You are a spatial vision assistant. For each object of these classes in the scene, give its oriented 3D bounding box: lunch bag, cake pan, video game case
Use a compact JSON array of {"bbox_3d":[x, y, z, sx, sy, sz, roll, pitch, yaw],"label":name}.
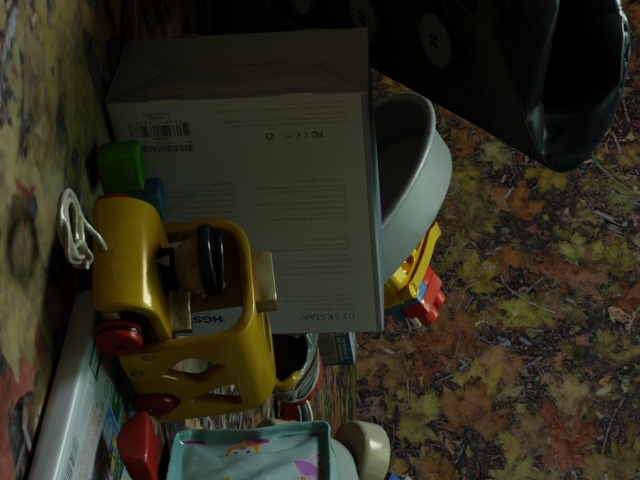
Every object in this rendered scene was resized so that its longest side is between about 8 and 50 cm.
[{"bbox_3d":[-0.050,0.300,0.801,0.262,0.160,0.223,-93,179,-63],"label":"lunch bag"},{"bbox_3d":[0.018,-0.022,1.068,0.054,0.293,0.293,41,28,-22],"label":"cake pan"},{"bbox_3d":[-0.138,0.135,0.646,0.143,0.019,0.157,83,7,-46],"label":"video game case"}]

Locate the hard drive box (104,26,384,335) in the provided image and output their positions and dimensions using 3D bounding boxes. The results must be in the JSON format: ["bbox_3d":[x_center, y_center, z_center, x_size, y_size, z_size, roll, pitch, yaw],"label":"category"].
[{"bbox_3d":[-0.046,-0.037,0.812,0.089,0.181,0.232,-86,173,-49],"label":"hard drive box"}]

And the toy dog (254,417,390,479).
[{"bbox_3d":[-0.011,0.353,1.194,0.161,0.220,0.333,-54,-165,42],"label":"toy dog"}]

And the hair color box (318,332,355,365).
[{"bbox_3d":[0.000,0.000,1.635,0.174,0.105,0.347,79,10,-56],"label":"hair color box"}]

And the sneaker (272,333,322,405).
[{"bbox_3d":[-0.035,0.094,1.363,0.093,0.088,0.225,50,36,-70],"label":"sneaker"}]

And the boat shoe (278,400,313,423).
[{"bbox_3d":[-0.040,0.266,1.483,0.043,0.049,0.137,-25,122,-40],"label":"boat shoe"}]

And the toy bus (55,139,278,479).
[{"bbox_3d":[-0.080,0.036,0.668,0.202,0.104,0.191,-99,-179,-74],"label":"toy bus"}]

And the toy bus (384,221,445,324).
[{"bbox_3d":[0.077,-0.005,1.287,0.211,0.149,0.220,47,42,-20],"label":"toy bus"}]

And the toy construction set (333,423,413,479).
[{"bbox_3d":[0.048,0.471,1.619,0.308,0.257,0.237,66,24,-14],"label":"toy construction set"}]

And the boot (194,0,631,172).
[{"bbox_3d":[0.062,-0.156,0.880,0.445,0.146,0.367,28,-35,45],"label":"boot"}]
